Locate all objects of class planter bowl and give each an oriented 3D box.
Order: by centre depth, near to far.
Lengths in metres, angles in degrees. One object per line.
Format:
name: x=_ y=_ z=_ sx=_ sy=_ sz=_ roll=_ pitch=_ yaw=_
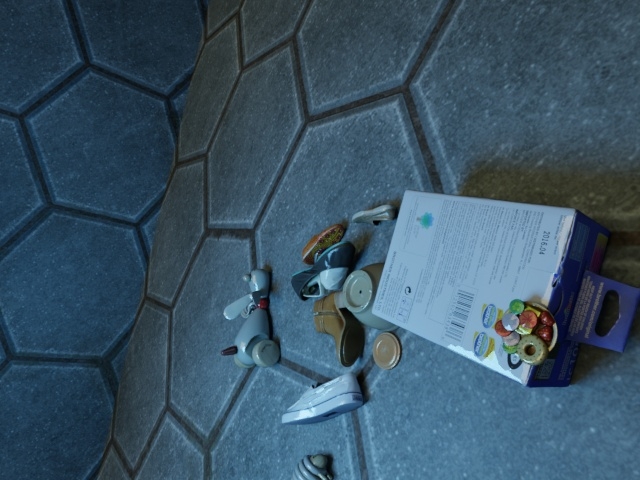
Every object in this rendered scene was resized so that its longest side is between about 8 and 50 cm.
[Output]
planter bowl: x=0.121 y=0.124 z=0.987 sx=0.162 sy=0.109 sz=0.162 roll=-22 pitch=61 yaw=46

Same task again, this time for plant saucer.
plant saucer: x=0.150 y=0.254 z=0.981 sx=0.083 sy=0.013 sz=0.084 roll=-21 pitch=62 yaw=47

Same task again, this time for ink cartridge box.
ink cartridge box: x=0.300 y=0.073 z=0.741 sx=0.395 sy=0.151 sz=0.270 roll=17 pitch=92 yaw=54

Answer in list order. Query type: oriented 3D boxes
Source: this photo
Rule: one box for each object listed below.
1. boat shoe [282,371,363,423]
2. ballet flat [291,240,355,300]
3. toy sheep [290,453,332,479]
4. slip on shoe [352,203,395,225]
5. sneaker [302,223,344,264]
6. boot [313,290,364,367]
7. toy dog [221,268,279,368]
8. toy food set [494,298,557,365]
boat shoe: x=0.001 y=0.400 z=1.070 sx=0.258 sy=0.095 sz=0.084 roll=-30 pitch=50 yaw=30
ballet flat: x=0.014 y=0.097 z=1.159 sx=0.280 sy=0.095 sz=0.096 roll=-39 pitch=58 yaw=51
toy sheep: x=-0.027 y=0.578 z=1.036 sx=0.132 sy=0.091 sz=0.091 roll=-54 pitch=38 yaw=-4
slip on shoe: x=0.135 y=-0.057 z=1.089 sx=0.135 sy=0.051 sz=0.041 roll=-15 pitch=78 yaw=43
sneaker: x=0.000 y=0.000 z=1.228 sx=0.175 sy=0.064 sz=0.068 roll=-40 pitch=39 yaw=33
boot: x=0.036 y=0.228 z=1.096 sx=0.152 sy=0.072 sz=0.197 roll=-24 pitch=51 yaw=47
toy dog: x=-0.241 y=0.256 z=1.361 sx=0.220 sy=0.160 sz=0.334 roll=-47 pitch=45 yaw=31
toy food set: x=0.289 y=0.127 z=0.602 sx=0.082 sy=0.020 sz=0.083 roll=31 pitch=104 yaw=50
